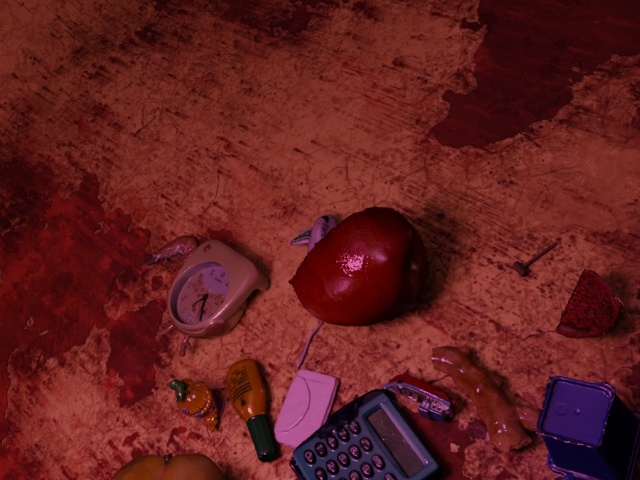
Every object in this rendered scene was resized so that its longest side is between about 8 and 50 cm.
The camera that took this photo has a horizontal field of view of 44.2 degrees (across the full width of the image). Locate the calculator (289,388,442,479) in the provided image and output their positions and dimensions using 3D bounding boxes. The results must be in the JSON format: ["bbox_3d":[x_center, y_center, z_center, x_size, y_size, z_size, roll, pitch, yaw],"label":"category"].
[{"bbox_3d":[0.088,0.465,1.667,0.274,0.058,0.248,-31,48,-9],"label":"calculator"}]

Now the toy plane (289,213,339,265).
[{"bbox_3d":[0.001,0.002,2.029,0.174,0.080,0.174,-18,43,17],"label":"toy plane"}]

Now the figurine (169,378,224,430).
[{"bbox_3d":[-0.300,0.396,1.908,0.094,0.156,0.115,-31,48,10],"label":"figurine"}]

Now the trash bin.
[{"bbox_3d":[0.495,0.346,1.429,0.184,0.234,0.163,8,65,34],"label":"trash bin"}]

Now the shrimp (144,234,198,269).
[{"bbox_3d":[-0.431,0.046,2.288,0.180,0.041,0.099,-19,68,17],"label":"shrimp"}]

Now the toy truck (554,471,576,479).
[{"bbox_3d":[0.448,0.536,1.409,0.113,0.126,0.208,-27,51,19],"label":"toy truck"}]

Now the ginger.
[{"bbox_3d":[0.334,0.318,1.651,0.118,0.065,0.299,-34,50,-13],"label":"ginger"}]

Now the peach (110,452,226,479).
[{"bbox_3d":[-0.347,0.614,1.705,0.281,0.314,0.316,9,84,11],"label":"peach"}]

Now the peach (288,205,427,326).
[{"bbox_3d":[0.079,0.062,1.840,0.338,0.281,0.281,-3,60,39],"label":"peach"}]

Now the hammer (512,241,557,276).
[{"bbox_3d":[0.486,0.039,1.773,0.110,0.019,0.035,-35,50,0],"label":"hammer"}]

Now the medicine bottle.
[{"bbox_3d":[-0.161,0.405,1.882,0.095,0.064,0.260,-37,49,15],"label":"medicine bottle"}]

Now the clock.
[{"bbox_3d":[-0.302,0.160,2.098,0.235,0.096,0.308,31,79,38],"label":"clock"}]

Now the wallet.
[{"bbox_3d":[-0.035,0.394,1.840,0.124,0.032,0.183,8,65,31],"label":"wallet"}]

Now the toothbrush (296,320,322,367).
[{"bbox_3d":[-0.020,0.240,1.939,0.017,0.014,0.162,17,70,21],"label":"toothbrush"}]

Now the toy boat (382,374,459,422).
[{"bbox_3d":[0.213,0.340,1.704,0.173,0.069,0.059,21,65,32],"label":"toy boat"}]

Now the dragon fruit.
[{"bbox_3d":[0.558,0.154,1.623,0.106,0.083,0.162,21,64,24],"label":"dragon fruit"}]
